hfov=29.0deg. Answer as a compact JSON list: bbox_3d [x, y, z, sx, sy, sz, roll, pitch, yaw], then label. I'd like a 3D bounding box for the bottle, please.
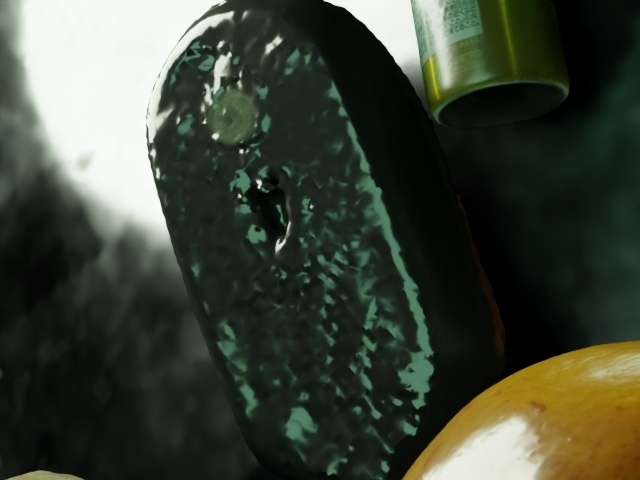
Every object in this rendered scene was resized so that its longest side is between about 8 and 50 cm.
[{"bbox_3d":[0.082,-0.212,0.731,0.082,0.082,0.286,-19,72,36],"label":"bottle"}]

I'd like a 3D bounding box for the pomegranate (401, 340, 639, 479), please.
[{"bbox_3d":[0.154,0.165,0.517,0.264,0.264,0.264,-7,79,38],"label":"pomegranate"}]

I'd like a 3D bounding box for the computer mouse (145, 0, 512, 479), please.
[{"bbox_3d":[0.003,0.000,0.742,0.183,0.116,0.323,-28,73,33],"label":"computer mouse"}]

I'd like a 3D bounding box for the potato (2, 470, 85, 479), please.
[{"bbox_3d":[-0.210,0.306,0.814,0.189,0.211,0.264,19,92,41],"label":"potato"}]
